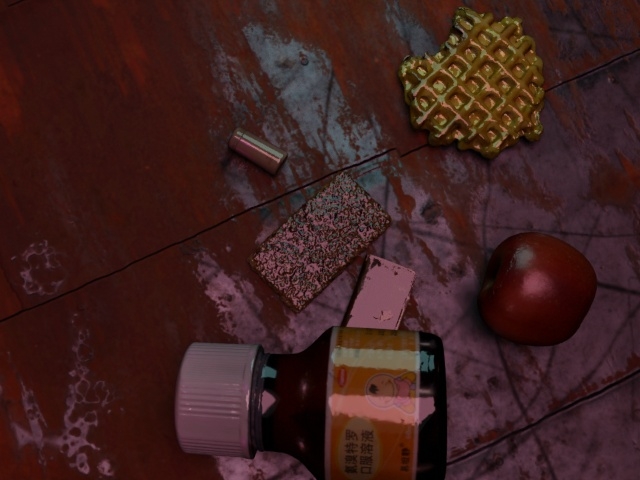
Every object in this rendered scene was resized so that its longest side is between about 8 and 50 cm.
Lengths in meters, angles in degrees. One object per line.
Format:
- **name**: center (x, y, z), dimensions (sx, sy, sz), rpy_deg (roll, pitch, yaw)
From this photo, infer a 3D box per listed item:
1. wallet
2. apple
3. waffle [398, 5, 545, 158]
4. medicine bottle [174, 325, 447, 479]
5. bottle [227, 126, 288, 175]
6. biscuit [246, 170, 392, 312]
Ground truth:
- **wallet**: center (0.087, 0.117, 1.513), dimensions (0.095, 0.026, 0.176), rpy_deg (19, 76, 4)
- **apple**: center (0.339, 0.080, 1.472), dimensions (0.168, 0.181, 0.181), rpy_deg (27, 76, 0)
- **waffle**: center (0.262, -0.274, 1.603), dimensions (0.291, 0.051, 0.291), rpy_deg (2, 78, -9)
- **medicine bottle**: center (-0.010, 0.249, 1.378), dimensions (0.394, 0.242, 0.243), rpy_deg (-2, 78, 6)
- **bottle**: center (-0.104, -0.148, 1.539), dimensions (0.096, 0.045, 0.045), rpy_deg (30, 77, 2)
- **biscuit**: center (0.000, 0.000, 1.529), dimensions (0.131, 0.025, 0.231), rpy_deg (44, 77, 5)
